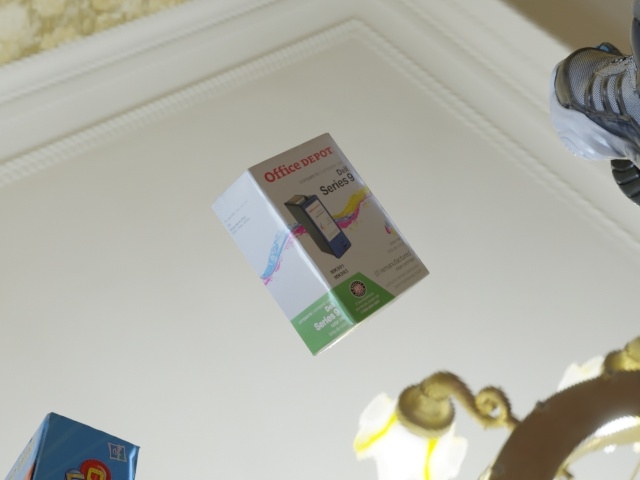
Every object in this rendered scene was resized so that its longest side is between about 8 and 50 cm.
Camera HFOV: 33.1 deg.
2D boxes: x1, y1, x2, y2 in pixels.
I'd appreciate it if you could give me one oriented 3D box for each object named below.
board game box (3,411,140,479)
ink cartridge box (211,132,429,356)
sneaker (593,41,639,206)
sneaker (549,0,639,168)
[{"bbox_3d":[-0.263,0.349,0.853,0.086,0.308,0.302,26,-146,-19],"label":"board game box"},{"bbox_3d":[0.000,0.000,1.236,0.154,0.093,0.212,-28,-100,-46],"label":"ink cartridge box"},{"bbox_3d":[0.470,-0.154,1.500,0.140,0.125,0.340,21,-143,-25],"label":"sneaker"},{"bbox_3d":[0.229,-0.117,0.712,0.101,0.153,0.268,-9,-151,-7],"label":"sneaker"}]
